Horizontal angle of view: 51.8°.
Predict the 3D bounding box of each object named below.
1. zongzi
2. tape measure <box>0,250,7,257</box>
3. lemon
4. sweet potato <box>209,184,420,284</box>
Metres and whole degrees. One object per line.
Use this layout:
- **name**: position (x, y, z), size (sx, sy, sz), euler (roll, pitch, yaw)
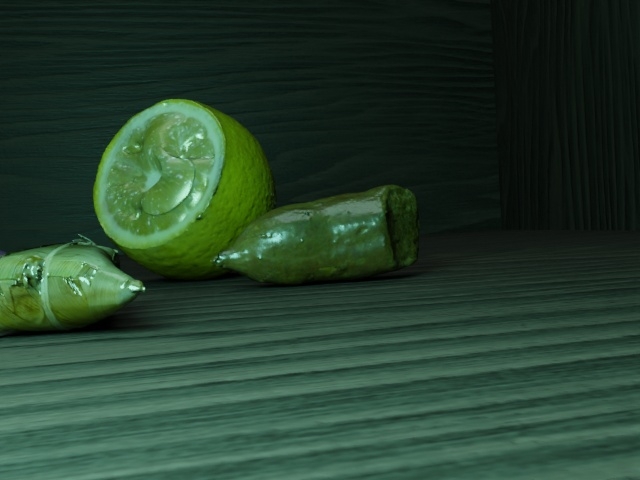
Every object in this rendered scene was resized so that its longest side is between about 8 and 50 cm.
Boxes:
- **zongzi**: position (-0.254, 0.046, 0.755), size (0.197, 0.099, 0.194), euler (-5, 8, 13)
- **tape measure**: position (-0.764, 0.061, 1.505), size (0.125, 0.075, 0.118), euler (-2, -17, 19)
- **lemon**: position (-0.247, -0.084, 1.340), size (0.363, 0.365, 0.364), euler (-3, 2, 0)
- **sweet potato**: position (0.000, 0.000, 1.110), size (0.369, 0.158, 0.158), euler (-8, 2, -6)
